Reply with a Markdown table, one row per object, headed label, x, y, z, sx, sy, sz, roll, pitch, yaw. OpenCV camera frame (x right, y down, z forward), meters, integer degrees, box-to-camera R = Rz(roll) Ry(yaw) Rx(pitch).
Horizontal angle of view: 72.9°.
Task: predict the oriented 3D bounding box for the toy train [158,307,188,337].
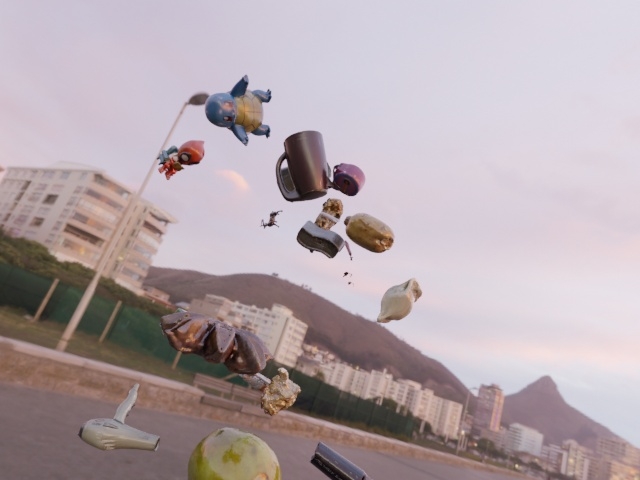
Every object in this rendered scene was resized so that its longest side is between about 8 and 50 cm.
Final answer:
| label | x | y | z | sx | sy | sz | roll | pitch | yaw |
| --- | --- | --- | --- | --- | --- | --- | --- | --- | --- |
| toy train | -0.544 | 0.362 | 1.757 | 0.228 | 0.136 | 0.091 | 35 | -3 | -38 |

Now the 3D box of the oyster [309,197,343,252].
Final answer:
| label | x | y | z | sx | sy | sz | roll | pitch | yaw |
| --- | --- | --- | --- | --- | --- | --- | --- | --- | --- |
| oyster | 0.026 | -0.079 | 2.429 | 0.129 | 0.344 | 0.079 | 27 | 4 | -27 |

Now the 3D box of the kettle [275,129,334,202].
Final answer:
| label | x | y | z | sx | sy | sz | roll | pitch | yaw |
| --- | --- | --- | --- | --- | --- | --- | --- | --- | --- |
| kettle | -0.065 | -0.259 | 1.575 | 0.202 | 0.231 | 0.144 | -11 | -10 | 0 |

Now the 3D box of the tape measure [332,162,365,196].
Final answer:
| label | x | y | z | sx | sy | sz | roll | pitch | yaw |
| --- | --- | --- | --- | --- | --- | --- | --- | --- | --- |
| tape measure | 0.098 | -0.221 | 1.565 | 0.125 | 0.074 | 0.118 | 29 | -33 | 6 |

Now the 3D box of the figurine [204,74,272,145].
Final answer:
| label | x | y | z | sx | sy | sz | roll | pitch | yaw |
| --- | --- | --- | --- | --- | --- | --- | --- | --- | --- |
| figurine | -0.346 | -0.598 | 1.978 | 0.243 | 0.297 | 0.416 | 14 | 18 | 8 |

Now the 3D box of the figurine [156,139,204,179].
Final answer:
| label | x | y | z | sx | sy | sz | roll | pitch | yaw |
| --- | --- | --- | --- | --- | --- | --- | --- | --- | --- |
| figurine | -0.374 | -0.228 | 1.182 | 0.140 | 0.075 | 0.068 | -26 | -31 | 8 |

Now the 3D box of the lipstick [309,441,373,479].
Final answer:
| label | x | y | z | sx | sy | sz | roll | pitch | yaw |
| --- | --- | --- | --- | --- | --- | --- | --- | --- | --- |
| lipstick | 0.154 | 0.744 | 1.270 | 0.419 | 0.077 | 0.077 | 32 | -17 | 11 |

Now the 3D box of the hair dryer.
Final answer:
| label | x | y | z | sx | sy | sz | roll | pitch | yaw |
| --- | --- | --- | --- | --- | --- | --- | --- | --- | --- |
| hair dryer | -0.555 | 0.547 | 1.293 | 0.219 | 0.225 | 0.088 | 22 | -61 | 17 |

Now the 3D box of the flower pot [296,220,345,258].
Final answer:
| label | x | y | z | sx | sy | sz | roll | pitch | yaw |
| --- | --- | --- | --- | --- | --- | --- | --- | --- | --- |
| flower pot | 0.000 | 0.000 | 2.144 | 0.229 | 0.108 | 0.103 | 26 | -62 | 9 |

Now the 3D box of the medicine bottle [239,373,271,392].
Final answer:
| label | x | y | z | sx | sy | sz | roll | pitch | yaw |
| --- | --- | --- | --- | --- | --- | --- | --- | --- | --- |
| medicine bottle | -0.249 | 0.579 | 1.786 | 0.092 | 0.061 | 0.220 | -6 | -35 | 26 |

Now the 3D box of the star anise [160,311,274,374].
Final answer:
| label | x | y | z | sx | sy | sz | roll | pitch | yaw |
| --- | --- | --- | --- | --- | --- | --- | --- | --- | --- |
| star anise | -0.265 | 0.259 | 1.106 | 0.316 | 0.108 | 0.315 | 18 | -18 | 6 |

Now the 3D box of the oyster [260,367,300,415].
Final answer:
| label | x | y | z | sx | sy | sz | roll | pitch | yaw |
| --- | --- | --- | --- | --- | --- | --- | --- | --- | --- |
| oyster | -0.157 | 0.594 | 1.690 | 0.164 | 0.190 | 0.081 | -11 | 6 | -26 |

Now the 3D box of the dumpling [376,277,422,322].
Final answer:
| label | x | y | z | sx | sy | sz | roll | pitch | yaw |
| --- | --- | --- | --- | --- | --- | --- | --- | --- | --- |
| dumpling | 0.315 | 0.246 | 1.701 | 0.151 | 0.229 | 0.124 | 28 | 18 | -45 |

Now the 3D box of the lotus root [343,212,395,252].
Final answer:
| label | x | y | z | sx | sy | sz | roll | pitch | yaw |
| --- | --- | --- | --- | --- | --- | --- | --- | --- | --- |
| lotus root | 0.229 | -0.043 | 2.123 | 0.284 | 0.160 | 0.146 | 33 | -7 | 32 |

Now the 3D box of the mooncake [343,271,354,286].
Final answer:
| label | x | y | z | sx | sy | sz | roll | pitch | yaw |
| --- | --- | --- | --- | --- | --- | --- | --- | --- | --- |
| mooncake | 0.274 | 0.218 | 1.986 | 0.347 | 0.057 | 0.150 | 26 | -43 | -6 |

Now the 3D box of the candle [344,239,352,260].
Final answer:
| label | x | y | z | sx | sy | sz | roll | pitch | yaw |
| --- | --- | --- | --- | --- | --- | --- | --- | --- | --- |
| candle | 0.166 | 0.057 | 2.521 | 0.026 | 0.167 | 0.021 | 1 | -51 | -16 |

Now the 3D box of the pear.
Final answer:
| label | x | y | z | sx | sy | sz | roll | pitch | yaw |
| --- | --- | --- | --- | --- | --- | --- | --- | --- | --- |
| pear | -0.235 | 0.660 | 1.200 | 0.269 | 0.268 | 0.321 | 35 | -15 | -38 |

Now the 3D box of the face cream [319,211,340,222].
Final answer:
| label | x | y | z | sx | sy | sz | roll | pitch | yaw |
| --- | --- | --- | --- | --- | --- | --- | --- | --- | --- |
| face cream | 0.046 | -0.112 | 2.114 | 0.115 | 0.020 | 0.038 | 27 | 31 | 36 |

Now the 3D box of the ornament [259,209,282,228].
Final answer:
| label | x | y | z | sx | sy | sz | roll | pitch | yaw |
| --- | --- | --- | --- | --- | --- | --- | --- | --- | --- |
| ornament | -0.197 | -0.081 | 1.705 | 0.028 | 0.073 | 0.125 | 20 | -17 | -37 |

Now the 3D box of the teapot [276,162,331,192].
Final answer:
| label | x | y | z | sx | sy | sz | roll | pitch | yaw |
| --- | --- | --- | --- | --- | --- | --- | --- | --- | --- |
| teapot | -0.066 | -0.296 | 2.006 | 0.225 | 0.170 | 0.203 | -25 | -9 | 30 |
